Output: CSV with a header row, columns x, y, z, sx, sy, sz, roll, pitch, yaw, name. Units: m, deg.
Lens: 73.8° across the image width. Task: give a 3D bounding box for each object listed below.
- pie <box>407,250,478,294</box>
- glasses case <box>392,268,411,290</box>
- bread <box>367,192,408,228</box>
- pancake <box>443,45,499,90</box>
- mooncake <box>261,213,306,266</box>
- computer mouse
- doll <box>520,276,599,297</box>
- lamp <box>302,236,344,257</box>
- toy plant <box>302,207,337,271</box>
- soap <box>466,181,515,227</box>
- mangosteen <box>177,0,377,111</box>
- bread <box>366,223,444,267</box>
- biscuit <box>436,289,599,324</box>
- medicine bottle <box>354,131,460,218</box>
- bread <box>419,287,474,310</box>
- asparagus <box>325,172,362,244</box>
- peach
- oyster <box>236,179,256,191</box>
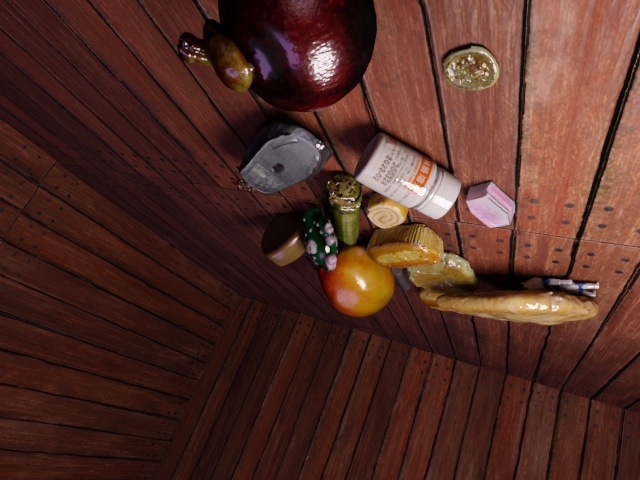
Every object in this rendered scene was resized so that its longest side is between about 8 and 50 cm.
x,y,z,sx,sy,sz,roll,pitch,yaw,name
0.468,0.127,1.655,0.307,0.071,0.306,22,155,11,pie
0.360,0.170,1.952,0.072,0.042,0.190,18,161,33,glasses case
0.215,-0.105,1.377,0.122,0.073,0.149,35,154,-18,bread
0.287,-0.327,0.819,0.108,0.017,0.108,20,155,10,pancake
-0.139,0.000,1.777,0.235,0.234,0.117,3,151,43,mooncake
-0.108,-0.256,1.269,0.203,0.114,0.374,36,148,-26,computer mouse
0.796,0.151,1.431,0.228,0.057,0.114,1,158,26,doll
-0.007,0.034,1.977,0.269,0.047,0.266,14,158,20,lamp
-0.001,0.002,1.594,0.232,0.113,0.243,-142,41,-61,toy plant
0.465,-0.093,1.164,0.149,0.056,0.100,33,160,-24,soap
-0.050,-0.350,0.718,0.297,0.293,0.297,29,160,12,mangosteen
0.302,0.024,1.539,0.153,0.119,0.288,30,158,-30,bread
0.720,0.239,1.496,0.430,0.103,0.446,12,168,-27,biscuit
0.225,-0.164,1.112,0.252,0.144,0.144,29,159,-12,medicine bottle
0.541,0.240,1.842,0.140,0.106,0.236,34,156,-22,bread
0.083,-0.094,1.482,0.128,0.108,0.382,39,167,17,asparagus
0.143,0.159,1.777,0.333,0.307,0.308,23,161,-22,peach
-0.276,-0.209,1.673,0.086,0.029,0.132,31,156,-23,oyster
